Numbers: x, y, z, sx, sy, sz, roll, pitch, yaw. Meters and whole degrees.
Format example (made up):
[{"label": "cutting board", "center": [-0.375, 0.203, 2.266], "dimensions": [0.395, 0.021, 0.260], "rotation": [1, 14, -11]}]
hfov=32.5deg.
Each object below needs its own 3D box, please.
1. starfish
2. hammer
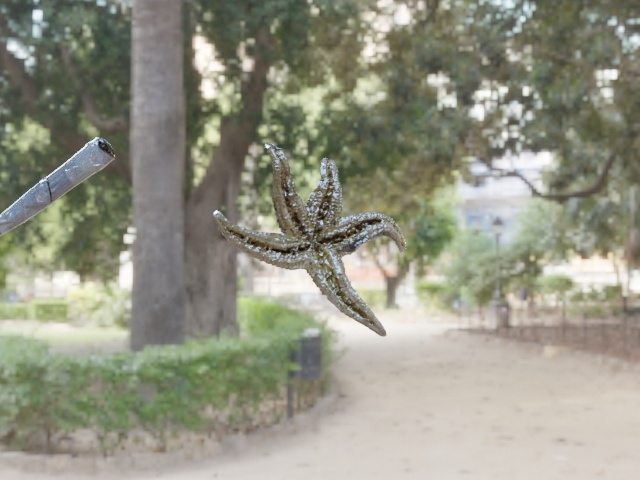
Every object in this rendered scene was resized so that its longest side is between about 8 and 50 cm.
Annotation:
[{"label": "starfish", "center": [-0.004, 0.003, 1.164], "dimensions": [0.213, 0.238, 0.057], "rotation": [-13, -15, -32]}, {"label": "hammer", "center": [-0.467, -0.006, 1.587], "dimensions": [0.427, 0.152, 0.044], "rotation": [-38, 17, -19]}]
